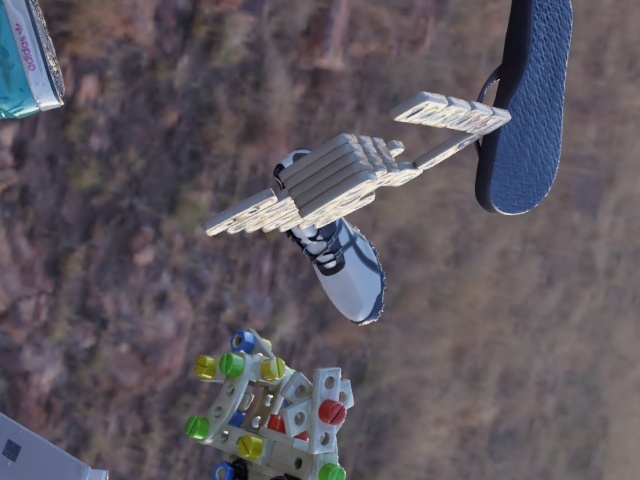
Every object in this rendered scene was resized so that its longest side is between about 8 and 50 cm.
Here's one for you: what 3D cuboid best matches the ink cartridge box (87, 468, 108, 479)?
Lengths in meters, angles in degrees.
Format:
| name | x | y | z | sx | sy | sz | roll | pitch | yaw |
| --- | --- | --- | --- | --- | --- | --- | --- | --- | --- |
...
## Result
| name | x | y | z | sx | sy | sz | roll | pitch | yaw |
| --- | --- | --- | --- | --- | --- | --- | --- | --- | --- |
| ink cartridge box | -0.312 | 0.347 | 1.626 | 0.082 | 0.139 | 0.191 | -83 | 179 | -56 |

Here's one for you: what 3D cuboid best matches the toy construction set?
| name | x | y | z | sx | sy | sz | roll | pitch | yaw |
| --- | --- | --- | --- | --- | --- | --- | --- | --- | --- |
| toy construction set | -0.053 | 0.231 | 1.820 | 0.327 | 0.151 | 0.215 | 6 | -103 | 62 |

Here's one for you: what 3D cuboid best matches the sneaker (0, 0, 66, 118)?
| name | x | y | z | sx | sy | sz | roll | pitch | yaw |
| --- | --- | --- | --- | --- | --- | --- | --- | --- | --- |
| sneaker | -0.386 | -0.246 | 1.472 | 0.124 | 0.178 | 0.296 | 75 | -4 | -77 |

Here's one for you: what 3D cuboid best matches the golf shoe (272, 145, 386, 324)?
| name | x | y | z | sx | sy | sz | roll | pitch | yaw |
| --- | --- | --- | --- | --- | --- | --- | --- | --- | --- |
| golf shoe | 0.000 | 0.000 | 1.493 | 0.094 | 0.077 | 0.198 | -14 | 80 | -55 |

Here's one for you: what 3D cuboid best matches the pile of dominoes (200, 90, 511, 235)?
| name | x | y | z | sx | sy | sz | roll | pitch | yaw |
| --- | --- | --- | --- | --- | --- | --- | --- | --- | --- |
| pile of dominoes | 0.040 | -0.042 | 1.110 | 0.040 | 0.196 | 0.251 | 63 | 21 | 10 |

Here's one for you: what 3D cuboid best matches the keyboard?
| name | x | y | z | sx | sy | sz | roll | pitch | yaw |
| --- | --- | --- | --- | --- | --- | --- | --- | --- | --- |
| keyboard | -0.311 | 0.219 | 1.432 | 0.014 | 0.256 | 0.072 | 34 | 79 | -42 |

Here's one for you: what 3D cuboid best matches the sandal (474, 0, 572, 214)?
| name | x | y | z | sx | sy | sz | roll | pitch | yaw |
| --- | --- | --- | --- | --- | --- | --- | --- | --- | --- |
| sandal | 0.186 | -0.131 | 1.344 | 0.097 | 0.054 | 0.254 | 39 | 56 | -39 |
